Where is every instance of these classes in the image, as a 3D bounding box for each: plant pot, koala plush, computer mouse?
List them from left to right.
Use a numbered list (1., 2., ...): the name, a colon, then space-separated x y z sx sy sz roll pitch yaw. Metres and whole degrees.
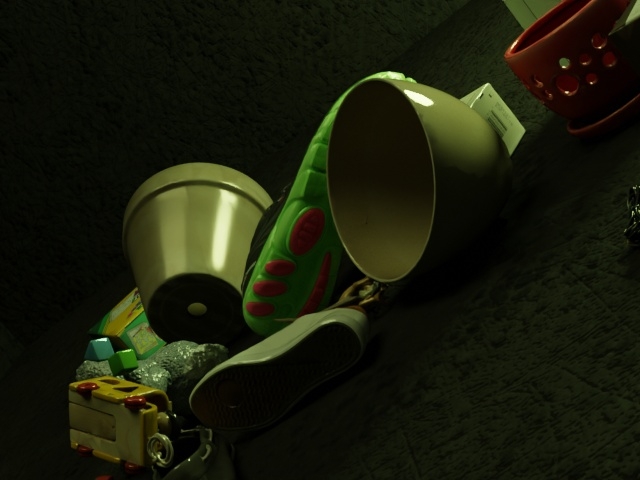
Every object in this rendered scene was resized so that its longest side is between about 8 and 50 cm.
1. koala plush: -0.261 0.238 1.832 0.221 0.203 0.196 -33 7 -31
2. plant pot: -0.235 0.054 2.183 0.323 0.323 0.280 -36 28 19
3. plant pot: 0.160 -0.090 1.602 0.191 0.284 0.284 -6 -6 -29
4. plant pot: 0.388 -0.256 1.611 0.191 0.174 0.191 -38 12 10
5. computer mouse: 0.400 -0.063 1.188 0.193 0.042 0.106 -32 14 36

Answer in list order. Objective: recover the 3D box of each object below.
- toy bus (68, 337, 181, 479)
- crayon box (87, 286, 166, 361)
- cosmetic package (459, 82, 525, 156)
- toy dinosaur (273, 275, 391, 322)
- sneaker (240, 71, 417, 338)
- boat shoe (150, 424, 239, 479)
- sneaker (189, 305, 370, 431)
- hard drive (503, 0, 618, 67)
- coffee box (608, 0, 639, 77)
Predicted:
1. toy bus: -0.245 0.240 1.492 0.104 0.202 0.191 -9 -32 -48
2. crayon box: -0.357 0.132 2.659 0.363 0.106 0.313 -44 13 -19
3. cosmetic package: 0.183 -0.128 1.931 0.309 0.113 0.160 -29 16 44
4. toy dinosaur: 0.044 0.093 1.660 0.112 0.064 0.211 -34 -10 38
5. sneaker: -0.001 -0.073 1.838 0.482 0.185 0.202 -57 24 1
6. boat shoe: -0.179 0.298 1.523 0.112 0.095 0.335 -42 12 -9
7. sneaker: -0.048 0.180 1.584 0.290 0.106 0.123 -27 7 21
8. hard drive: 0.464 -0.395 1.740 0.353 0.233 0.047 -27 17 48
9. coffee box: 0.496 -0.288 1.412 0.119 0.168 0.297 -28 16 45
